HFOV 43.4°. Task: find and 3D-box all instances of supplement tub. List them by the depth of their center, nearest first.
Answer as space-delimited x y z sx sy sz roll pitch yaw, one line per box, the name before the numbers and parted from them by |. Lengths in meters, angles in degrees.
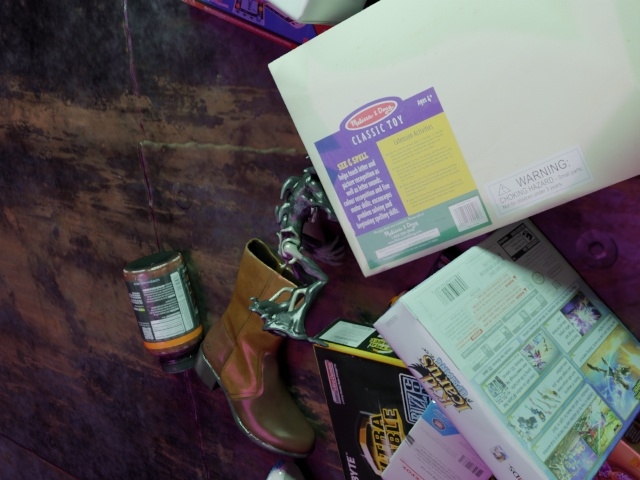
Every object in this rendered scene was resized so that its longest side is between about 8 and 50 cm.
supplement tub | -0.263 0.125 1.380 0.106 0.106 0.198 1 110 40

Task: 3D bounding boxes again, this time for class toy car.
toy car | 0.150 0.105 1.080 0.122 0.060 0.040 32 85 5

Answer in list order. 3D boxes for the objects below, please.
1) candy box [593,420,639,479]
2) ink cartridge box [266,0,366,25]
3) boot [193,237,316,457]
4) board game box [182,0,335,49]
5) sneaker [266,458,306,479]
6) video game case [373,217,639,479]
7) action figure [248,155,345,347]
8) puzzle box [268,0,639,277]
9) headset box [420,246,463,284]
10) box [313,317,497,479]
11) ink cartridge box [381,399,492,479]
candy box | 0.331 0.249 0.968 0.186 0.053 0.109 40 131 18
ink cartridge box | -0.053 -0.418 0.912 0.306 0.131 0.226 41 121 22
boot | -0.062 0.174 1.268 0.264 0.096 0.280 46 125 25
board game box | -0.078 -0.347 1.058 0.281 0.027 0.145 29 125 27
sneaker | -0.016 0.465 1.349 0.092 0.087 0.229 -13 108 36
video game case | 0.219 0.118 0.851 0.244 0.269 0.061 50 134 11
action figure | 0.000 0.000 1.076 0.164 0.141 0.276 -7 65 68
puzzle box | 0.169 -0.152 0.841 0.409 0.052 0.272 -22 95 27
headset box | 0.167 0.059 1.033 0.062 0.032 0.083 41 132 19
box | 0.137 0.277 1.107 0.257 0.079 0.322 7 121 36
ink cartridge box | 0.155 0.259 0.977 0.104 0.060 0.180 38 135 15
